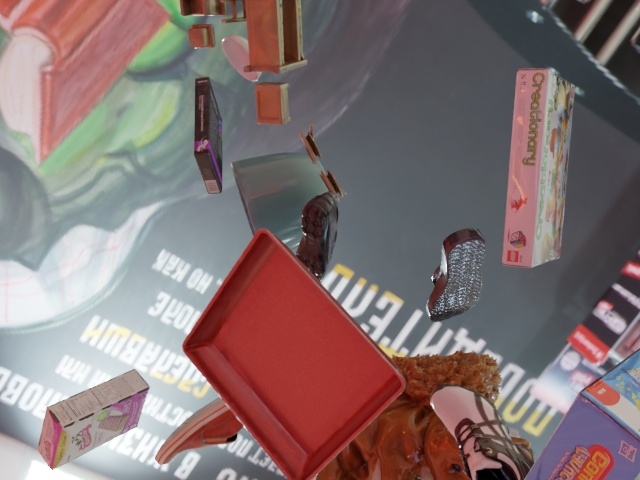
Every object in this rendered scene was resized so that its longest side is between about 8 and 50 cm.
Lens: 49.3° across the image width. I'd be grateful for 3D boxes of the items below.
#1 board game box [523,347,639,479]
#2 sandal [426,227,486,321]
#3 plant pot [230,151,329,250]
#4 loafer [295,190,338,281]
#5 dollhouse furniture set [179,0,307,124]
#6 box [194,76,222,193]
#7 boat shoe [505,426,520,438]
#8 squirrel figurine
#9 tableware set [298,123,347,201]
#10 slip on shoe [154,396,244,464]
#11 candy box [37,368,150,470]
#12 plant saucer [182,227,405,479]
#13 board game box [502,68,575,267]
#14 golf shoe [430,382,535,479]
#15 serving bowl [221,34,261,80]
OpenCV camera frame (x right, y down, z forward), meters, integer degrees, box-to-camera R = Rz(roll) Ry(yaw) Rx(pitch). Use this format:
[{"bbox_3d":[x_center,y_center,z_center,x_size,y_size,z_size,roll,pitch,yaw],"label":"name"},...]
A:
[{"bbox_3d":[0.358,0.255,0.839,0.302,0.308,0.086,-19,-133,-38],"label":"board game box"},{"bbox_3d":[0.244,0.060,1.254,0.097,0.254,0.054,-9,-130,-12],"label":"sandal"},{"bbox_3d":[-0.094,-0.114,1.938,0.293,0.235,0.293,161,90,-83],"label":"plant pot"},{"bbox_3d":[0.000,0.000,1.369,0.076,0.223,0.078,30,-131,21],"label":"loafer"},{"bbox_3d":[-0.109,-0.274,1.023,0.161,0.182,0.101,8,-157,23],"label":"dollhouse furniture set"},{"bbox_3d":[-0.189,-0.177,1.179,0.116,0.029,0.162,83,-177,-60],"label":"box"},{"bbox_3d":[0.461,0.575,1.934,0.156,0.136,0.367,10,170,15],"label":"boat shoe"},{"bbox_3d":[0.231,0.378,1.410,0.281,0.397,0.370,31,147,-16],"label":"squirrel figurine"},{"bbox_3d":[0.009,-0.186,1.692,0.194,0.039,0.128,61,179,-2],"label":"tableware set"},{"bbox_3d":[-0.233,0.415,1.548,0.101,0.331,0.123,55,-168,-3],"label":"slip on shoe"},{"bbox_3d":[-0.522,0.411,1.616,0.071,0.159,0.233,42,-143,25],"label":"candy box"},{"bbox_3d":[-0.038,0.152,0.903,0.259,0.258,0.047,47,-145,15],"label":"plant saucer"},{"bbox_3d":[0.362,-0.115,1.151,0.053,0.305,0.193,6,-173,31],"label":"board game box"},{"bbox_3d":[0.220,0.277,0.958,0.198,0.077,0.094,42,-153,26],"label":"golf shoe"},{"bbox_3d":[-0.121,-0.300,1.129,0.083,0.027,0.083,40,163,15],"label":"serving bowl"}]
